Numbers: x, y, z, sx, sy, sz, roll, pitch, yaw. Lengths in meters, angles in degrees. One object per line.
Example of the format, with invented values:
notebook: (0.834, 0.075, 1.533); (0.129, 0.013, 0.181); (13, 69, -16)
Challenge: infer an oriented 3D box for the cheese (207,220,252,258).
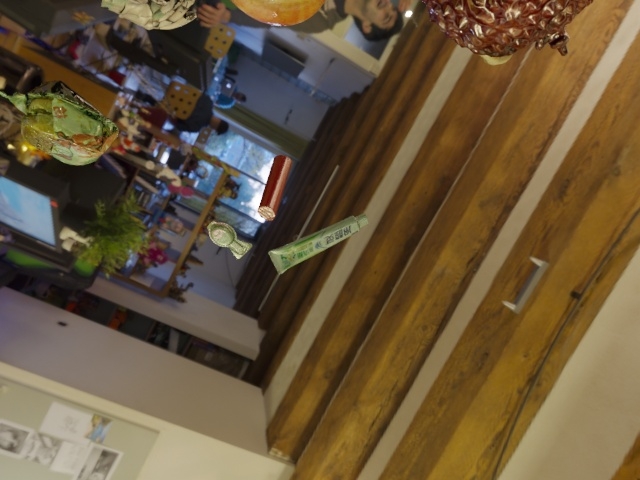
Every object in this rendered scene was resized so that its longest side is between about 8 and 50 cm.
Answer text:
cheese: (-0.239, -0.004, 1.158); (0.067, 0.120, 0.026); (-41, -158, 20)

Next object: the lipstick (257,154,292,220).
lipstick: (-0.159, -0.192, 1.574); (0.073, 0.073, 0.280); (-48, -157, 46)

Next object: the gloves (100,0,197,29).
gloves: (-0.409, -0.563, 1.088); (0.127, 0.212, 0.111); (1, -98, 59)

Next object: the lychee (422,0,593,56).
lychee: (0.436, -0.618, 0.990); (0.424, 0.500, 0.424); (-41, -164, 15)

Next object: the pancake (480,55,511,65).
pancake: (0.509, -0.665, 1.330); (0.049, 0.282, 0.282); (0, -117, 55)

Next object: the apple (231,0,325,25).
apple: (-0.097, -0.603, 0.929); (0.286, 0.286, 0.233); (-57, -143, 23)

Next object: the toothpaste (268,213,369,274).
toothpaste: (0.000, 0.000, 1.272); (0.296, 0.075, 0.048); (-26, -164, -7)

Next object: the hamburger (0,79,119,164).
hamburger: (-0.601, -0.259, 1.019); (0.214, 0.235, 0.125); (-12, -117, 42)
